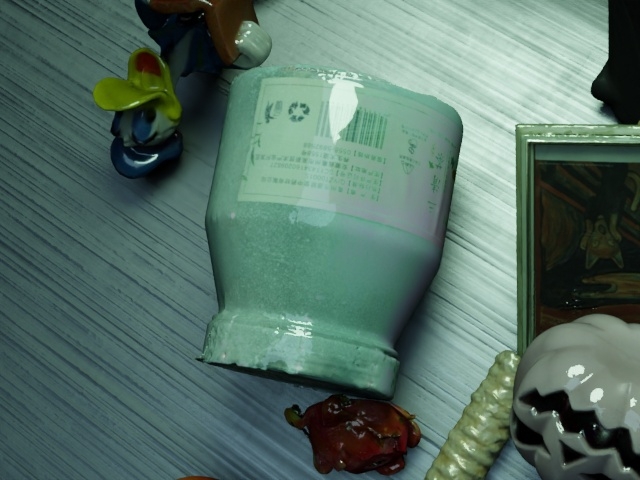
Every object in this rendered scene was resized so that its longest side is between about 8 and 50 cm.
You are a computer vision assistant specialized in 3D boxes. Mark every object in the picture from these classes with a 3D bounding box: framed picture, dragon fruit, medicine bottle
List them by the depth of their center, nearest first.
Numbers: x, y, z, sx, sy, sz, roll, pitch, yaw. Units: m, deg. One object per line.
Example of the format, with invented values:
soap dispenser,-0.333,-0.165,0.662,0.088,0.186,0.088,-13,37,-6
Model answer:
framed picture,0.291,0.015,1.065,0.216,0.273,0.016,1,32,14
medicine bottle,0.000,0.000,1.122,0.245,0.245,0.290,9,81,16
dragon fruit,0.037,0.201,1.127,0.112,0.126,0.068,-30,46,47

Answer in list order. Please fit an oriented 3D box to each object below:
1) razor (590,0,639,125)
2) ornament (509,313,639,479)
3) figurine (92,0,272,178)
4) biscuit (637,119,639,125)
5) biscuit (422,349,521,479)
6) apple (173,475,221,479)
razor,0.352,-0.219,1.037,0.204,0.349,0.113,30,68,27
ornament,0.262,0.163,1.055,0.178,0.177,0.177,-3,76,13
figurine,-0.126,-0.209,1.222,0.205,0.283,0.338,25,100,-17
biscuit,0.458,-0.062,1.005,0.325,0.217,0.044,32,66,2
biscuit,0.147,0.212,1.127,0.055,0.061,0.219,28,84,28
apple,-0.113,0.315,1.111,0.139,0.163,0.163,19,82,12
